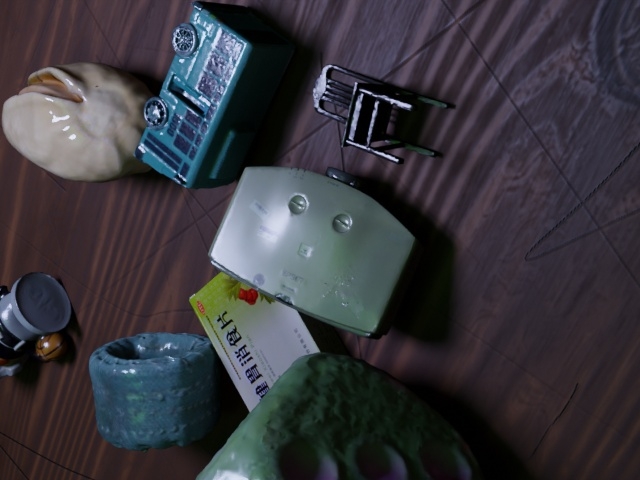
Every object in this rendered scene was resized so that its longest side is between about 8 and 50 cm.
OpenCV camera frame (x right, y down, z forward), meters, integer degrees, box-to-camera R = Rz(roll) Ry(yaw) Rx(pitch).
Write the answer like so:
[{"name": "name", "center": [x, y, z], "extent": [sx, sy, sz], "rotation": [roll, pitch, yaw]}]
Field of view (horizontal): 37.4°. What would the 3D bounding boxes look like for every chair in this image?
[{"name": "chair", "center": [0.049, -0.171, 1.231], "extent": [0.212, 0.101, 0.084], "rotation": [25, 112, 30]}]

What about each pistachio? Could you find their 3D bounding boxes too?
[{"name": "pistachio", "center": [-0.381, -0.188, 1.505], "extent": [0.318, 0.214, 0.193], "rotation": [14, 63, 44]}]

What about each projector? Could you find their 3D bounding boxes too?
[{"name": "projector", "center": [0.000, 0.000, 1.279], "extent": [0.269, 0.088, 0.194], "rotation": [24, 91, 21]}]

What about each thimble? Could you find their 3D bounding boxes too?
[{"name": "thimble", "center": [-0.256, 0.230, 1.480], "extent": [0.235, 0.198, 0.143], "rotation": [-159, 64, -68]}]

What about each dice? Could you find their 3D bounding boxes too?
[{"name": "dice", "center": [0.003, 0.355, 1.188], "extent": [0.322, 0.330, 0.318], "rotation": [40, 127, 5]}]

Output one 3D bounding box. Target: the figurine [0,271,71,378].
[{"name": "figurine", "center": [-0.568, 0.168, 1.740], "extent": [0.236, 0.133, 0.176], "rotation": [-28, 100, 31]}]

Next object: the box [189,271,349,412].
[{"name": "box", "center": [-0.069, 0.149, 1.402], "extent": [0.175, 0.062, 0.260], "rotation": [-39, 75, 34]}]

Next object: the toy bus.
[{"name": "toy bus", "center": [-0.153, -0.199, 1.361], "extent": [0.147, 0.128, 0.256], "rotation": [39, 117, 23]}]
